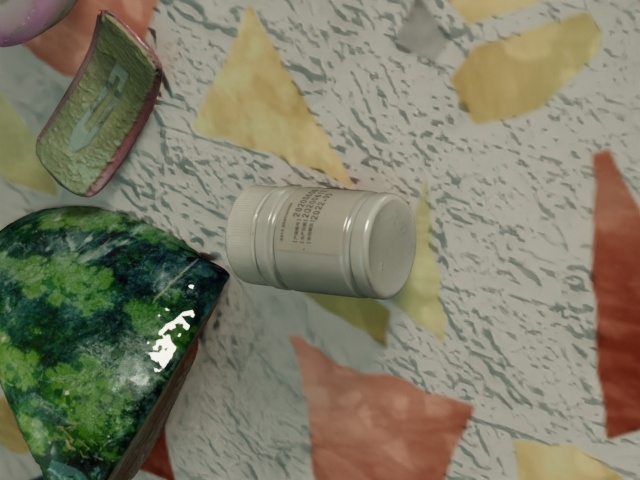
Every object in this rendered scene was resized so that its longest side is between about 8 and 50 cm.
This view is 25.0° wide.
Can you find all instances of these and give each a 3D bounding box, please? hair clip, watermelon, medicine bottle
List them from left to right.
[{"bbox_3d":[-0.165,0.083,0.924,0.207,0.136,0.202,32,128,33],"label":"watermelon"},{"bbox_3d":[-0.129,-0.080,0.852,0.054,0.022,0.137,42,134,5],"label":"hair clip"},{"bbox_3d":[0.000,0.000,0.790,0.091,0.058,0.058,5,122,32],"label":"medicine bottle"}]

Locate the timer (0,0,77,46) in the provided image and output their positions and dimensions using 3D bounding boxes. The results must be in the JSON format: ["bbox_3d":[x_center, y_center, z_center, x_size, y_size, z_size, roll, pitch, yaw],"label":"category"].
[{"bbox_3d":[-0.217,-0.212,0.792,0.208,0.069,0.191,22,129,20],"label":"timer"}]
